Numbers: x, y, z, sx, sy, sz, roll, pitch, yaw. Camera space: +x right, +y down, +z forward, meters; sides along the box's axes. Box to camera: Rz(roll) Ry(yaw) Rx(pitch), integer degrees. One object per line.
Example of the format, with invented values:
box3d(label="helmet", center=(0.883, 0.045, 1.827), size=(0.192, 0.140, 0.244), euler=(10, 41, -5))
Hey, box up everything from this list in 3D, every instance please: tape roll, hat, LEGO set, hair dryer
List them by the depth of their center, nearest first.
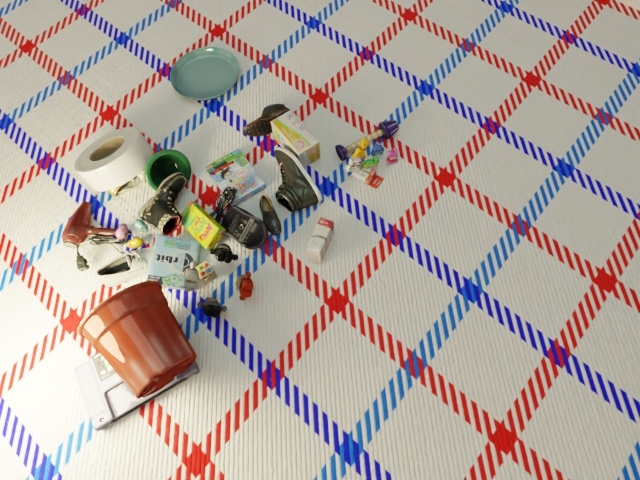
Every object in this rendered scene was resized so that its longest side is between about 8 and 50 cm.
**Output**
box3d(label="hair dryer", center=(-0.861, -0.028, 1.662), size=(0.223, 0.080, 0.294), euler=(-28, 72, -27))
box3d(label="tape roll", center=(-0.809, -0.323, 1.709), size=(0.286, 0.100, 0.286), euler=(-13, 45, 14))
box3d(label="LEGO set", center=(0.198, -0.351, 1.715), size=(0.227, 0.093, 0.087), euler=(-15, 56, -18))
box3d(label="hat", center=(-0.634, -0.301, 1.776), size=(0.208, 0.173, 0.183), euler=(-32, 33, -23))

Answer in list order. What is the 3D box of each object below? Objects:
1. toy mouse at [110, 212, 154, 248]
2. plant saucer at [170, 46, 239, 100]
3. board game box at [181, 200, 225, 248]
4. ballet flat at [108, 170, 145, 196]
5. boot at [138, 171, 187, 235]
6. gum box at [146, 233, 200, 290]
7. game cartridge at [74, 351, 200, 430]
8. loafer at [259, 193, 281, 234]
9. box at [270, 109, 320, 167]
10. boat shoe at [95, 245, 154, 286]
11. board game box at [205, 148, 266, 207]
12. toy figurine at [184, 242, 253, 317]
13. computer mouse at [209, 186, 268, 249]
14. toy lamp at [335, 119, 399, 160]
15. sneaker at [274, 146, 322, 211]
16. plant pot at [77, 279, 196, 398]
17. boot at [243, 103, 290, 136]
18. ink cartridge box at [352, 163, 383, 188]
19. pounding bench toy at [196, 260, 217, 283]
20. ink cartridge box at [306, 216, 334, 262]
box3d(label="toy mouse", center=(-0.709, -0.041, 1.631), size=(0.160, 0.031, 0.143), euler=(-7, 73, -9))
box3d(label="plant saucer", center=(-0.522, -0.753, 1.986), size=(0.317, 0.044, 0.318), euler=(-1, 65, 1))
box3d(label="board game box", center=(-0.446, -0.057, 1.628), size=(0.181, 0.043, 0.092), euler=(40, 101, 24))
box3d(label="ballet flat", center=(-0.753, -0.256, 1.760), size=(0.232, 0.080, 0.073), euler=(-36, 96, -11))
box3d(label="boot", center=(-0.561, -0.137, 1.650), size=(0.178, 0.085, 0.236), euler=(33, 78, 35))
box3d(label="gum box", center=(-0.528, 0.080, 1.568), size=(0.156, 0.041, 0.185), euler=(11, 63, -19))
box3d(label="game cartridge", center=(-0.607, 0.424, 1.435), size=(0.355, 0.068, 0.230), euler=(-30, 71, -11))
box3d(label="loafer", center=(-0.196, -0.098, 1.655), size=(0.062, 0.061, 0.170), euler=(-23, 67, -9))
box3d(label="box", center=(-0.099, -0.408, 1.766), size=(0.103, 0.114, 0.203), euler=(-34, 69, -12))
box3d(label="boat shoe", center=(-0.676, 0.077, 1.580), size=(0.267, 0.088, 0.096), euler=(-21, 65, -7))
box3d(label="board game box", center=(-0.341, -0.253, 1.746), size=(0.160, 0.039, 0.211), euler=(-33, 69, -12))
box3d(label="toy figurine", center=(-0.348, 0.136, 1.478), size=(0.209, 0.148, 0.213), euler=(-36, 105, -8))
box3d(label="computer mouse", center=(-0.293, -0.064, 1.632), size=(0.272, 0.072, 0.189), euler=(35, 94, 22))
box3d(label="toy lamp", center=(0.194, -0.414, 1.778), size=(0.274, 0.080, 0.080), euler=(-27, 67, -7))
box3d(label="sneaker", center=(-0.134, -0.235, 1.690), size=(0.146, 0.105, 0.296), euler=(-31, 72, -17))
box3d(label="plant pot", center=(-0.535, 0.310, 1.326), size=(0.272, 0.272, 0.265), euler=(-37, 78, -14))
box3d(label="boot", center=(-0.229, -0.515, 1.858), size=(0.219, 0.082, 0.106), euler=(-20, 44, -2))
box3d(label="ink cartridge box", center=(0.190, -0.258, 1.729), size=(0.115, 0.029, 0.063), euler=(31, 69, 16))
box3d(label="pounding bench toy", center=(-0.421, 0.102, 1.570), size=(0.052, 0.065, 0.083), euler=(-33, 68, -12))
box3d(label="ink cartridge box", center=(0.000, 0.000, 1.579), size=(0.056, 0.099, 0.135), euler=(19, 67, 11))
